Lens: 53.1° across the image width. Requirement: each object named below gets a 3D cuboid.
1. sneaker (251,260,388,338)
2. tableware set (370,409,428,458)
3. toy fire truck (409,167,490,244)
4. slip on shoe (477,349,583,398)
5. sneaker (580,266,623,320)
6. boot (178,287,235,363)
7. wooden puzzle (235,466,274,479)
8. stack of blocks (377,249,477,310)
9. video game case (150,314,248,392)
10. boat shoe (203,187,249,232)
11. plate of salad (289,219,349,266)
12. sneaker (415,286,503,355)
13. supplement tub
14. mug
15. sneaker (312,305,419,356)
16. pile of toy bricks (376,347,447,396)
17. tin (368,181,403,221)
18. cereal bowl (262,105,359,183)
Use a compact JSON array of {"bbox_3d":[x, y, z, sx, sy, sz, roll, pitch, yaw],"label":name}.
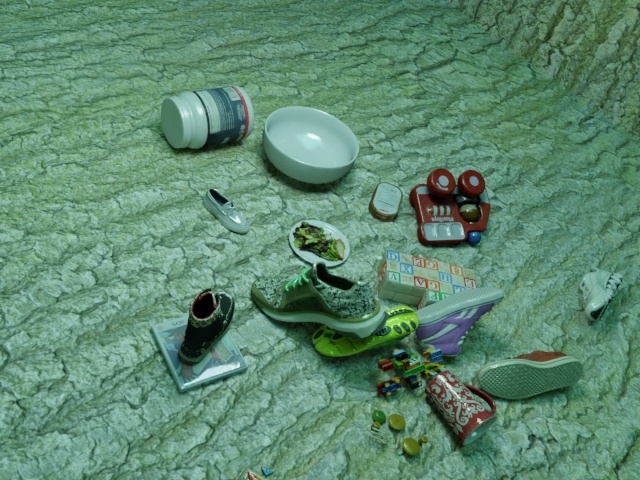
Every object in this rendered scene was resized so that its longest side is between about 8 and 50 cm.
[{"bbox_3d":[-0.014,0.122,1.721,0.410,0.182,0.158,8,32,29],"label":"sneaker"},{"bbox_3d":[0.198,0.490,1.624,0.154,0.024,0.104,21,39,1],"label":"tableware set"},{"bbox_3d":[0.462,-0.103,2.249,0.302,0.169,0.253,-1,71,-22],"label":"toy fire truck"},{"bbox_3d":[0.593,0.378,1.847,0.331,0.123,0.101,-4,16,-19],"label":"slip on shoe"},{"bbox_3d":[0.936,0.178,2.186,0.118,0.110,0.292,31,35,21],"label":"sneaker"},{"bbox_3d":[-0.268,0.175,1.600,0.085,0.178,0.236,25,43,5],"label":"boot"},{"bbox_3d":[-0.155,0.548,1.427,0.079,0.014,0.116,26,43,4],"label":"wooden puzzle"},{"bbox_3d":[0.329,0.148,1.971,0.297,0.087,0.171,13,44,-9],"label":"stack of blocks"},{"bbox_3d":[-0.309,0.274,1.633,0.183,0.023,0.201,-14,54,-32],"label":"video game case"},{"bbox_3d":[-0.287,-0.096,1.983,0.066,0.063,0.184,-27,61,-39],"label":"boat shoe"},{"bbox_3d":[0.000,0.000,2.016,0.200,0.048,0.199,11,45,-11],"label":"plate of salad"},{"bbox_3d":[0.409,0.240,1.851,0.282,0.161,0.102,-20,11,-6],"label":"sneaker"},{"bbox_3d":[-0.380,-0.417,2.175,0.272,0.191,0.191,-18,56,-34],"label":"supplement tub"},{"bbox_3d":[0.372,0.438,1.700,0.150,0.113,0.169,15,28,-53],"label":"mug"},{"bbox_3d":[0.126,0.267,1.760,0.296,0.123,0.109,-11,59,-7],"label":"sneaker"},{"bbox_3d":[0.230,0.337,1.747,0.212,0.118,0.105,-15,16,-21],"label":"pile of toy bricks"},{"bbox_3d":[0.231,-0.138,2.258,0.106,0.040,0.189,19,43,3],"label":"tin"},{"bbox_3d":[-0.045,-0.314,2.245,0.339,0.141,0.339,11,43,-11],"label":"cereal bowl"}]
